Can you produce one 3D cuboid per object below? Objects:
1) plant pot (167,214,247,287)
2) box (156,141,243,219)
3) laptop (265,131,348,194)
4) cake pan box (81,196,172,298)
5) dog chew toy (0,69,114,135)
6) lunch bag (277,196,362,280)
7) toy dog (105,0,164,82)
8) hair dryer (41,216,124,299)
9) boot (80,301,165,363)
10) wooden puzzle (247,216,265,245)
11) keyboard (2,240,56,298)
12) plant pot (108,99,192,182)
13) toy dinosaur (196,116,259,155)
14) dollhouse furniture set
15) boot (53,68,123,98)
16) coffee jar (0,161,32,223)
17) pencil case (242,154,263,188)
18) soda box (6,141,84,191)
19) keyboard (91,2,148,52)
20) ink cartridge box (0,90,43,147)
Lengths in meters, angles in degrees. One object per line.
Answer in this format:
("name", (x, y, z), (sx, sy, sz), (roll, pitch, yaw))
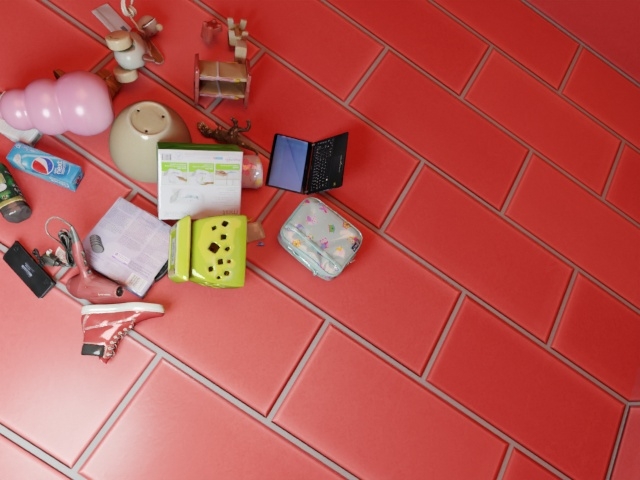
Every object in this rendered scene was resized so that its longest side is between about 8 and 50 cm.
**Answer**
("plant pot", (-0.361, 0.036, 1.558), (0.207, 0.227, 0.228), (3, 82, -25))
("box", (-0.393, -0.192, 1.614), (0.262, 0.127, 0.230), (-3, 113, -20))
("laptop", (-0.048, -0.303, 1.846), (0.137, 0.265, 0.234), (30, 60, -46))
("cake pan box", (-0.608, 0.024, 1.608), (0.267, 0.070, 0.245), (31, 68, -4))
("dog chew toy", (-0.844, -0.430, 1.588), (0.332, 0.206, 0.206), (-10, 75, -16))
("lunch bag", (0.000, 0.000, 1.772), (0.279, 0.108, 0.224), (38, 65, -1))
("toy dog", (-0.628, -0.707, 1.773), (0.161, 0.220, 0.333), (8, 69, 3))
("hair dryer", (-0.715, 0.086, 1.475), (0.294, 0.223, 0.080), (37, 42, -4))
("boot", (-0.598, 0.281, 1.515), (0.245, 0.088, 0.176), (-5, 73, -9))
("wooden puzzle", (-0.240, -0.031, 1.766), (0.079, 0.014, 0.116), (-10, 74, -15))
("keyboard", (-0.878, 0.079, 1.512), (0.108, 0.023, 0.180), (-44, 88, 13))
("plant pot", (-0.576, -0.364, 1.684), (0.285, 0.191, 0.283), (5, 70, -15))
("toy dinosaur", (-0.316, -0.396, 1.824), (0.268, 0.064, 0.118), (23, 70, 14))
("dollhouse furniture set", (-0.380, -0.688, 1.900), (0.202, 0.152, 0.373), (1, 54, -16))
("boot", (-0.814, -0.562, 1.749), (0.197, 0.073, 0.152), (41, 66, -13))
("coffee jar", (-0.975, -0.146, 1.542), (0.079, 0.096, 0.184), (-30, 83, -20))
("pencil case", (-0.339, -0.236, 1.752), (0.273, 0.113, 0.124), (-7, 90, -18))
("soda box", (-0.889, -0.239, 1.612), (0.210, 0.071, 0.067), (22, 67, -9))
("keyboard", (-0.751, -0.794, 1.879), (0.256, 0.014, 0.072), (46, 60, 2))
("ink cartridge box", (-1.008, -0.402, 1.657), (0.180, 0.045, 0.145), (23, 67, 2))
